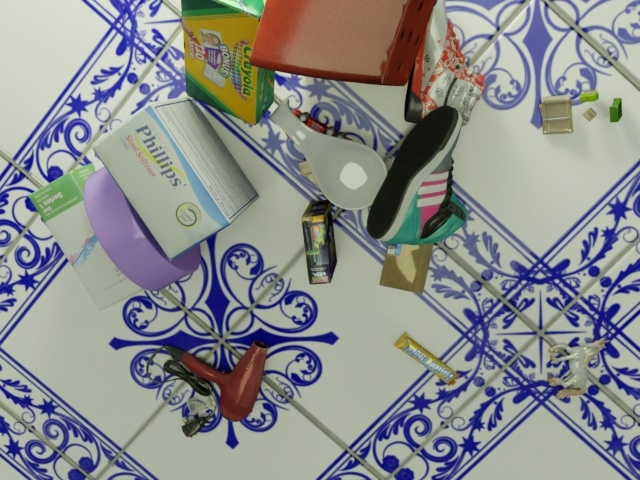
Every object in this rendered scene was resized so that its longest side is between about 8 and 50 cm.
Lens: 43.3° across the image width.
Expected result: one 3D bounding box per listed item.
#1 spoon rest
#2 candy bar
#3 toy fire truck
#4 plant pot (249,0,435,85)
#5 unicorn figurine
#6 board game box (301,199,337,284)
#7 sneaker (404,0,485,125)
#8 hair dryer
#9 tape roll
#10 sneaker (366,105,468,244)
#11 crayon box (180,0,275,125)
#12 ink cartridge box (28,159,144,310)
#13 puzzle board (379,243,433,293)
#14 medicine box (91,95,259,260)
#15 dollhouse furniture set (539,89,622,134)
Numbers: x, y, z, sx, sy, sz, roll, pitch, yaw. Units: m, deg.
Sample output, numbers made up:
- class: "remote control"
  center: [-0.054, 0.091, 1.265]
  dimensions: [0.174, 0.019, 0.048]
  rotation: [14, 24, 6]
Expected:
- class: "spoon rest"
  center: [0.012, -0.172, 1.612]
  dimensions: [0.276, 0.084, 0.137]
  rotation: [40, 104, -4]
- class: "candy bar"
  center: [0.236, 0.264, 1.772]
  dimensions: [0.161, 0.018, 0.040]
  rotation: [37, 105, -2]
- class: "toy fire truck"
  center: [-0.001, -0.173, 1.681]
  dimensions: [0.192, 0.047, 0.135]
  rotation: [29, 105, -1]
- class: "plant pot"
  center: [0.061, -0.408, 1.477]
  dimensions: [0.236, 0.267, 0.267]
  rotation: [23, 106, 16]
- class: "unicorn figurine"
  center: [0.544, 0.261, 1.717]
  dimensions: [0.111, 0.060, 0.162]
  rotation: [-1, 119, 7]
- class: "board game box"
  center: [0.000, 0.000, 1.660]
  dimensions: [0.048, 0.170, 0.141]
  rotation: [-6, 103, 7]
- class: "sneaker"
  center: [0.255, -0.358, 1.587]
  dimensions: [0.145, 0.090, 0.270]
  rotation: [7, 101, -3]
- class: "hair dryer"
  center: [-0.240, 0.312, 1.813]
  dimensions: [0.293, 0.080, 0.223]
  rotation: [-26, 98, 12]
- class: "tape roll"
  center: [-0.358, -0.038, 1.643]
  dimensions: [0.090, 0.275, 0.275]
  rotation: [-28, 99, 14]
- class: "sneaker"
  center: [0.235, -0.109, 1.605]
  dimensions: [0.178, 0.124, 0.295]
  rotation: [19, 109, -36]
- class: "crayon box"
  center: [-0.173, -0.368, 1.549]
  dimensions: [0.165, 0.081, 0.278]
  rotation: [25, 146, 11]
- class: "ink cartridge box"
  center: [-0.454, -0.018, 1.697]
  dimensions: [0.117, 0.201, 0.278]
  rotation: [-27, 99, 13]
- class: "puzzle board"
  center: [0.186, 0.045, 1.729]
  dimensions: [0.096, 0.011, 0.128]
  rotation: [12, 104, 6]
- class: "medicine box"
  center: [-0.276, -0.134, 1.601]
  dimensions: [0.149, 0.289, 0.263]
  rotation: [-32, 97, 13]
- class: "dollhouse furniture set"
  center: [0.519, -0.259, 1.607]
  dimensions: [0.151, 0.058, 0.076]
  rotation: [-1, 112, 27]
